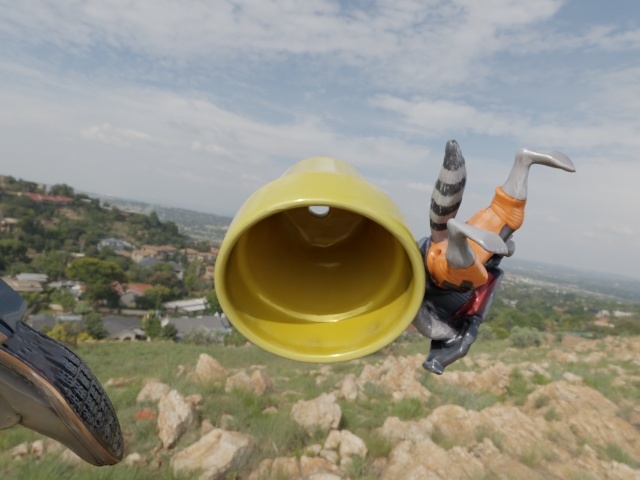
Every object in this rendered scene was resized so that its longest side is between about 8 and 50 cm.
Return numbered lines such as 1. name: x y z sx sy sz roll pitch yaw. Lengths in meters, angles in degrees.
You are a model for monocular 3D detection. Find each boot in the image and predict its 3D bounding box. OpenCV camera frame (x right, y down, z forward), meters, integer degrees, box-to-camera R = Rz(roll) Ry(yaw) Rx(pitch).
1. boot: -0.266 0.131 0.355 0.106 0.219 0.082 -32 20 -11

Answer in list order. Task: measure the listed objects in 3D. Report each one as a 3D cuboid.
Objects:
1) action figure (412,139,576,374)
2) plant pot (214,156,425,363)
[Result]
1. action figure: 0.201 -0.004 0.619 0.179 0.341 0.330 32 -34 7
2. plant pot: 0.000 0.000 0.605 0.254 0.253 0.239 9 32 -6
